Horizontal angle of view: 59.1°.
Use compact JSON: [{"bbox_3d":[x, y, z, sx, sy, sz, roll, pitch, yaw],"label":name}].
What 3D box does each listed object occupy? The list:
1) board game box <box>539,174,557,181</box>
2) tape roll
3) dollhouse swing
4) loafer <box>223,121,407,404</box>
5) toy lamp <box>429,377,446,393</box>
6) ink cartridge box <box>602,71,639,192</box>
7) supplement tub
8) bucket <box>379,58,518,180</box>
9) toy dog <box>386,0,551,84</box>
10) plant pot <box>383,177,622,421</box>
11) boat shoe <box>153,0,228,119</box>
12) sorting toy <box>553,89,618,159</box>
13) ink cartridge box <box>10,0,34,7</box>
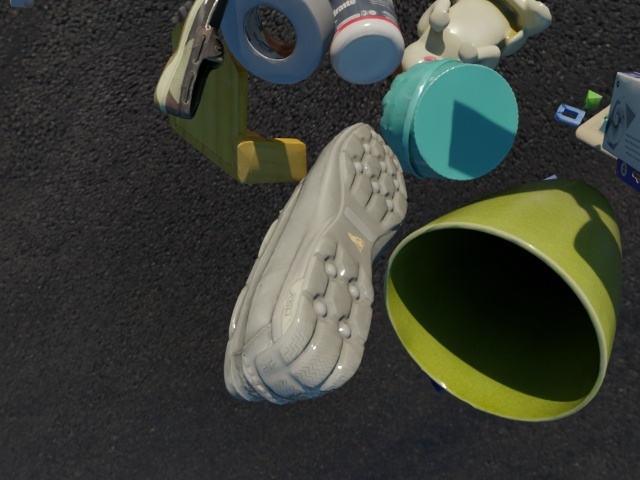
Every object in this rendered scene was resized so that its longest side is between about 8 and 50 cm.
[{"bbox_3d":[0.311,-0.034,1.055,0.243,0.165,0.042,-35,80,47],"label":"board game box"},{"bbox_3d":[-0.085,-0.420,1.104,0.219,0.072,0.219,17,142,14],"label":"tape roll"},{"bbox_3d":[-0.202,-0.360,1.458,0.347,0.315,0.305,38,122,35],"label":"dollhouse swing"},{"bbox_3d":[0.000,0.000,0.502,0.111,0.319,0.112,-26,115,36],"label":"loafer"},{"bbox_3d":[0.336,0.215,1.046,0.274,0.080,0.080,-23,116,26],"label":"toy lamp"},{"bbox_3d":[0.620,-0.203,1.105,0.045,0.223,0.224,0,113,5],"label":"ink cartridge box"},{"bbox_3d":[0.106,-0.565,1.478,0.191,0.272,0.191,-5,148,-3],"label":"supplement tub"},{"bbox_3d":[0.282,-0.264,1.249,0.281,0.183,0.281,-3,104,-13],"label":"bucket"},{"bbox_3d":[0.378,-0.563,1.655,0.408,0.395,0.284,-43,96,-1],"label":"toy dog"},{"bbox_3d":[0.279,0.034,0.751,0.274,0.293,0.275,26,134,30],"label":"plant pot"},{"bbox_3d":[-0.188,-0.297,0.900,0.073,0.080,0.224,25,90,2],"label":"boat shoe"},{"bbox_3d":[0.733,-0.259,1.332,0.347,0.196,0.047,40,148,27],"label":"sorting toy"},{"bbox_3d":[-0.527,-0.507,0.987,0.045,0.179,0.145,-8,98,-31],"label":"ink cartridge box"}]
